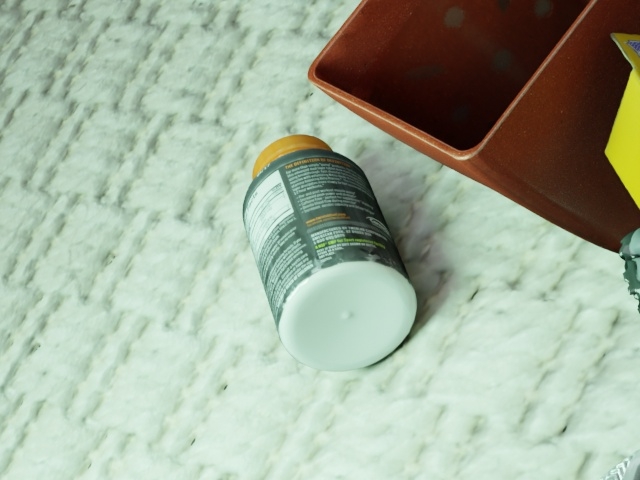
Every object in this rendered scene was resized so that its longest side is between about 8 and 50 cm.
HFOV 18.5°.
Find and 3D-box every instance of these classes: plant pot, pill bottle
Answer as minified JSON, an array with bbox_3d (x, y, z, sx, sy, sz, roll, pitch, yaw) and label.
[{"bbox_3d":[0.201,-0.141,1.669,0.267,0.236,0.267,-51,35,-4],"label":"plant pot"},{"bbox_3d":[0.000,0.000,1.849,0.130,0.130,0.246,-39,36,15],"label":"pill bottle"}]

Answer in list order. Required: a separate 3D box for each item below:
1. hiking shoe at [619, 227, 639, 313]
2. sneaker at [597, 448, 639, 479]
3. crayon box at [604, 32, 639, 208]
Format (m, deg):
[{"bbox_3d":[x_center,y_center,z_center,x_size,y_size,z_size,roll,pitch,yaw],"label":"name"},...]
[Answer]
[{"bbox_3d":[0.316,0.084,1.444,0.132,0.113,0.304,-25,48,13],"label":"hiking shoe"},{"bbox_3d":[0.312,0.185,1.284,0.268,0.101,0.153,-16,71,-4],"label":"sneaker"},{"bbox_3d":[0.345,-0.032,1.438,0.323,0.203,0.083,-111,28,-51],"label":"crayon box"}]
